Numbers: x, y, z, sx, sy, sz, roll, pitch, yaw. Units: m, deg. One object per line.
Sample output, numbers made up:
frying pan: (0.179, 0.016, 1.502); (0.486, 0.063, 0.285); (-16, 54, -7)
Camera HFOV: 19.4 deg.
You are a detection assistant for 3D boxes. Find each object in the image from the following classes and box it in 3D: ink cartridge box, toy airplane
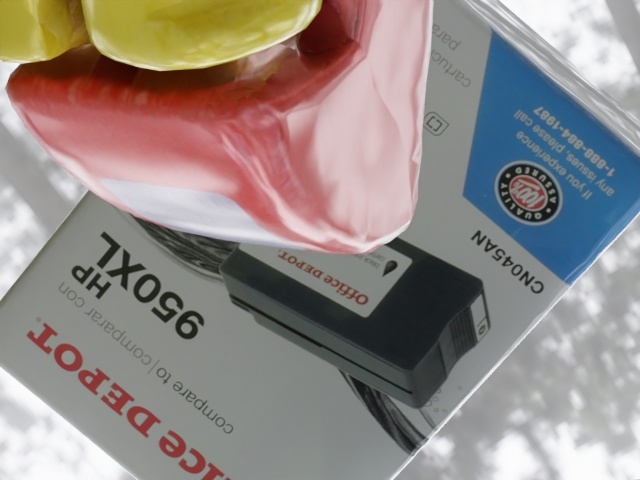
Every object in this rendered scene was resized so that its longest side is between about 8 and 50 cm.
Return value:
ink cartridge box: (0.000, 0.000, 1.281); (0.395, 0.285, 0.166); (-49, -178, 16)
toy airplane: (-0.066, -0.169, 0.395); (0.386, 0.384, 0.272); (-42, -169, 52)

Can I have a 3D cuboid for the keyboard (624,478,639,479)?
keyboard: (0.130, 0.194, 1.109); (0.180, 0.023, 0.108); (-14, -142, 46)
